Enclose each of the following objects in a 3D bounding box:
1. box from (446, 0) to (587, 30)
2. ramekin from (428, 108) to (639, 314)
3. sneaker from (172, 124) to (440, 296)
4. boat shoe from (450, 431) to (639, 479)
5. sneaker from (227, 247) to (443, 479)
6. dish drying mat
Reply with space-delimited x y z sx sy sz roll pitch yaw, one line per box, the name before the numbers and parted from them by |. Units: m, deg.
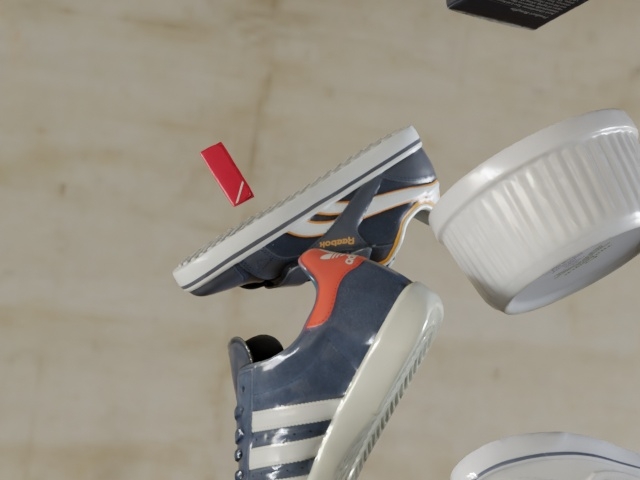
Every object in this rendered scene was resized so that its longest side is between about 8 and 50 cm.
box | 0.211 -0.302 1.694 0.108 0.153 0.207 10 -18 -30
ramekin | 0.211 -0.019 1.678 0.207 0.109 0.207 -25 -15 -7
sneaker | 0.000 0.000 2.032 0.321 0.127 0.126 -30 6 -18
boat shoe | 0.231 0.220 1.516 0.258 0.095 0.084 7 40 -20
sneaker | -0.035 0.166 1.602 0.148 0.350 0.131 30 6 12
dish drying mat | -0.115 -0.082 2.306 0.032 0.083 0.008 -29 -14 -12
